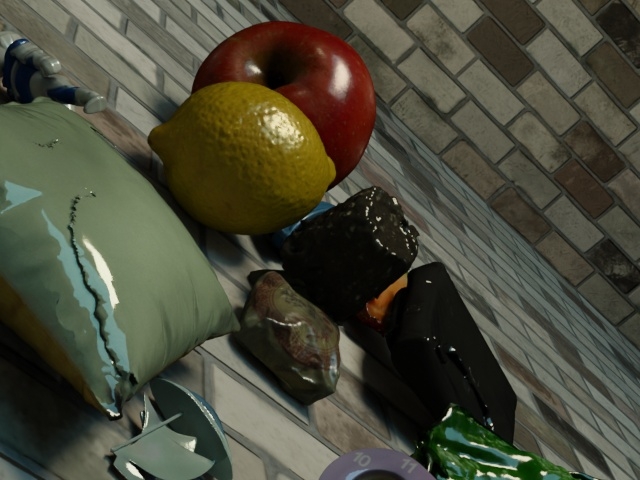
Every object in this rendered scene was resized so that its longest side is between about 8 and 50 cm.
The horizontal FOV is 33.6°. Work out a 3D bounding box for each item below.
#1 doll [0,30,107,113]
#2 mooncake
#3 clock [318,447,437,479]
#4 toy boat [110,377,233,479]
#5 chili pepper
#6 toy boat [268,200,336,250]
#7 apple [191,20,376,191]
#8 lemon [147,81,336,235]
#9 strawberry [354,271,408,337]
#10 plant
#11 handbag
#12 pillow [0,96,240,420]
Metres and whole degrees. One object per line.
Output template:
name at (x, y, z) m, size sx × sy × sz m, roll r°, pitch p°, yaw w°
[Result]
doll at (-0.296, -0.158, 1.111) m, size 0.227 × 0.057 × 0.114 m, roll 40°, pitch -30°, yaw 31°
mooncake at (-0.032, 0.106, 1.186) m, size 0.130 × 0.073 × 0.125 m, roll 41°, pitch 19°, yaw -18°
clock at (0.070, 0.283, 0.944) m, size 0.198 × 0.064 × 0.172 m, roll 27°, pitch 42°, yaw 22°
toy boat at (-0.113, 0.170, 0.878) m, size 0.105 × 0.034 × 0.149 m, roll 43°, pitch 16°, yaw -11°
chili pepper at (0.202, 0.313, 1.165) m, size 0.385 × 0.167 × 0.213 m, roll 23°, pitch 11°, yaw -31°
toy boat at (0.000, 0.000, 1.481) m, size 0.097 × 0.100 × 0.223 m, roll 42°, pitch 15°, yaw 23°
apple at (-0.049, -0.181, 1.503) m, size 0.260 × 0.260 × 0.216 m, roll 56°, pitch -6°, yaw 28°
lemon at (-0.092, -0.097, 1.293) m, size 0.244 × 0.187 × 0.187 m, roll 14°, pitch 30°, yaw -25°
strawberry at (0.085, 0.080, 1.535) m, size 0.140 × 0.085 × 0.192 m, roll 56°, pitch 30°, yaw -33°
plant at (0.019, 0.032, 1.285) m, size 0.142 × 0.203 × 0.131 m, roll 54°, pitch 23°, yaw -11°
handbag at (0.179, 0.187, 1.430) m, size 0.275 × 0.088 × 0.244 m, roll 62°, pitch 20°, yaw -18°
pillow at (-0.210, -0.007, 0.891) m, size 0.312 × 0.119 × 0.310 m, roll 47°, pitch 11°, yaw 4°
